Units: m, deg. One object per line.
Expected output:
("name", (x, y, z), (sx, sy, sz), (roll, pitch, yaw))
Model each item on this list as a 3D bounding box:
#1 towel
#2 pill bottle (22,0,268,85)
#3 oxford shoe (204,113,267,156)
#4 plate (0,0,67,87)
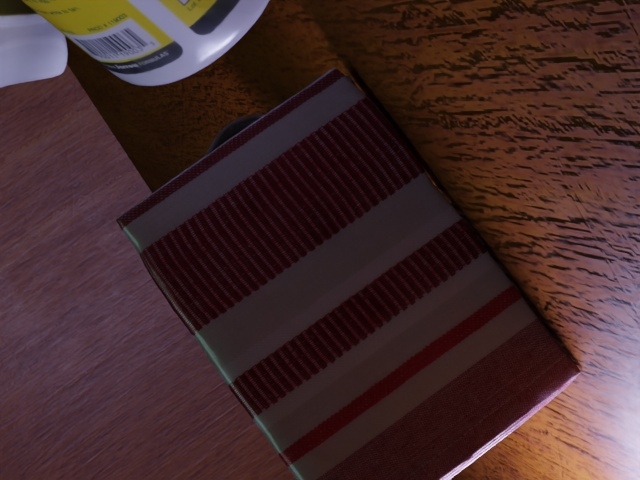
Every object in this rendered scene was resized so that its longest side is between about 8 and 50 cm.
("towel", (0.021, 0.049, 1.334), (0.329, 0.237, 0.037), (53, 171, 9))
("pill bottle", (-0.190, -0.272, 1.170), (0.334, 0.188, 0.188), (39, -177, -41))
("oxford shoe", (0.000, 0.000, 1.562), (0.449, 0.169, 0.130), (45, 147, 53))
("plate", (-0.300, -0.241, 1.251), (0.277, 0.045, 0.278), (55, -169, -4))
